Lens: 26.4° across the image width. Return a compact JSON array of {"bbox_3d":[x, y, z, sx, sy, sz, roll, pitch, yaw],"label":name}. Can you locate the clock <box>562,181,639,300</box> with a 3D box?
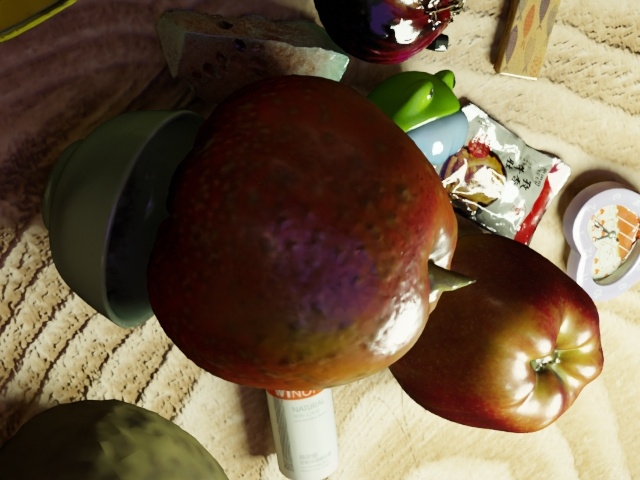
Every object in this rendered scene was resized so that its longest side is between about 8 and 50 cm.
[{"bbox_3d":[0.463,-0.010,2.174,0.172,0.064,0.198,-20,121,-15],"label":"clock"}]

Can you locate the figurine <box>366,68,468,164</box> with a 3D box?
[{"bbox_3d":[0.100,-0.124,1.906,0.162,0.143,0.263,-23,151,-56],"label":"figurine"}]

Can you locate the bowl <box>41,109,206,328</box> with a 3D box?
[{"bbox_3d":[-0.261,-0.046,1.745,0.289,0.146,0.289,-71,162,0],"label":"bowl"}]

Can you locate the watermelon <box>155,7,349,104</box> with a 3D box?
[{"bbox_3d":[-0.105,-0.235,1.800,0.241,0.094,0.154,17,116,-29],"label":"watermelon"}]

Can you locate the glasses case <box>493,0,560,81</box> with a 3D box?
[{"bbox_3d":[0.301,-0.319,1.965,0.065,0.041,0.169,8,111,-16],"label":"glasses case"}]

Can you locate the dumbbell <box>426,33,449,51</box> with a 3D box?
[{"bbox_3d":[0.166,-0.307,1.909,0.036,0.040,0.083,-23,128,-51],"label":"dumbbell"}]

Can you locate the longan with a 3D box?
[{"bbox_3d":[-0.303,0.409,1.857,0.391,0.391,0.391,-10,118,-20],"label":"longan"}]

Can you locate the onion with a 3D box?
[{"bbox_3d":[0.092,-0.361,1.749,0.281,0.221,0.280,3,117,6],"label":"onion"}]

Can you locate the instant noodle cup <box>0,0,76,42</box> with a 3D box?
[{"bbox_3d":[-0.348,-0.389,1.483,0.326,0.325,0.254,-35,115,-6],"label":"instant noodle cup"}]

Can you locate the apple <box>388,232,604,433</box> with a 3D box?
[{"bbox_3d":[0.249,0.137,2.013,0.288,0.317,0.288,-15,114,-36],"label":"apple"}]

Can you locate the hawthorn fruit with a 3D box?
[{"bbox_3d":[0.000,0.000,1.695,0.403,0.403,0.402,-10,118,-20],"label":"hawthorn fruit"}]

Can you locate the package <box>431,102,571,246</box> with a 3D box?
[{"bbox_3d":[0.262,-0.095,2.060,0.239,0.030,0.154,27,99,-32],"label":"package"}]

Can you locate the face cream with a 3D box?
[{"bbox_3d":[-0.035,0.194,2.020,0.102,0.102,0.345,-18,121,-17],"label":"face cream"}]
